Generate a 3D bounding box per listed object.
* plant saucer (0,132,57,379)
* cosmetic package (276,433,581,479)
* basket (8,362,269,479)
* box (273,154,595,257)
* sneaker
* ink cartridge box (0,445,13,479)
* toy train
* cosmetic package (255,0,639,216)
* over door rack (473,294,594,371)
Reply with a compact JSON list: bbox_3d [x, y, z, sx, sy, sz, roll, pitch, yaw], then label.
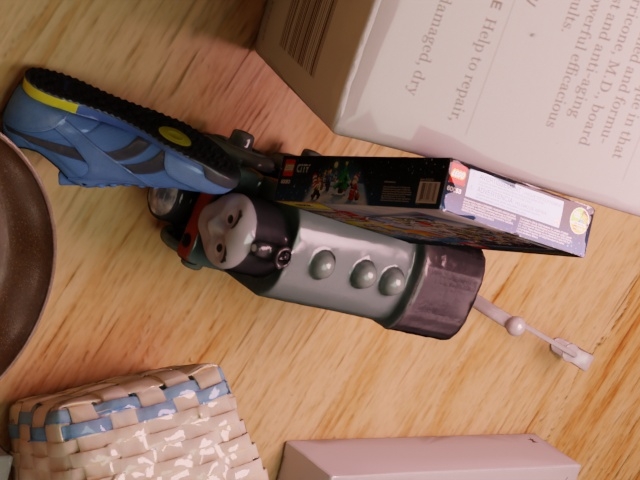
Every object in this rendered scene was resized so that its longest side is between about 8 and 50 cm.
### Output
[{"bbox_3d":[-0.371,0.026,1.504,0.310,0.050,0.311,-18,122,-30],"label":"plant saucer"},{"bbox_3d":[0.097,0.365,2.003,0.377,0.097,0.284,3,107,-38],"label":"cosmetic package"},{"bbox_3d":[-0.160,0.268,1.662,0.254,0.201,0.289,-10,87,-33],"label":"basket"},{"bbox_3d":[0.091,-0.030,1.491,0.159,0.233,0.044,16,84,-35],"label":"box"},{"bbox_3d":[-0.174,-0.075,1.546,0.209,0.069,0.082,22,111,-7],"label":"sneaker"},{"bbox_3d":[-0.430,0.290,1.585,0.275,0.060,0.239,4,108,-39],"label":"ink cartridge box"},{"bbox_3d":[0.000,0.000,1.679,0.334,0.190,0.142,16,101,-41],"label":"toy train"},{"bbox_3d":[0.198,-0.231,1.549,0.393,0.329,0.327,14,103,-19],"label":"cosmetic package"},{"bbox_3d":[0.267,-0.003,1.939,0.324,0.108,0.239,28,94,-43],"label":"over door rack"}]
